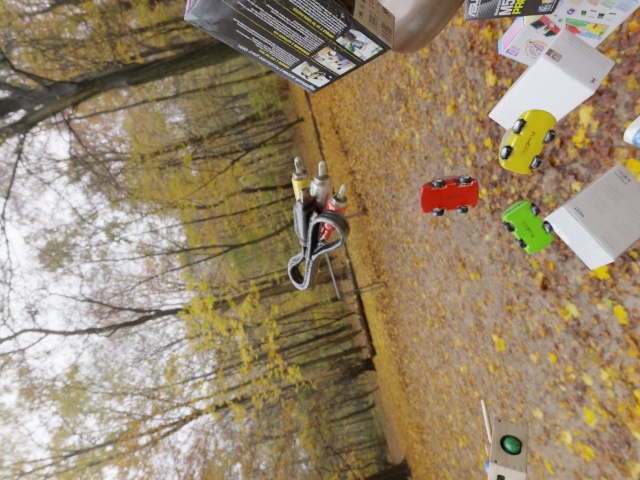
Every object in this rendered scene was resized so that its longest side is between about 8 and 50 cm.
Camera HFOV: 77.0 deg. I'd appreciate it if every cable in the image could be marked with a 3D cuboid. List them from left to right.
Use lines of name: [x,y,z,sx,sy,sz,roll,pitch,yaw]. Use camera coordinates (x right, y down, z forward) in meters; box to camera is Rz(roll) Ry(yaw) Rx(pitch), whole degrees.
cable: [0.000,0.000,0.695,0.139,0.072,0.287,38,148,27]

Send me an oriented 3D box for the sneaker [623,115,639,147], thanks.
sneaker: [0.580,-0.211,0.643,0.152,0.058,0.085,-57,41,21]

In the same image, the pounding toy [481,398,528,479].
pounding toy: [0.400,0.457,0.890,0.130,0.100,0.141,-56,-38,-45]

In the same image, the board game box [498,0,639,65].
board game box: [0.716,-0.639,1.153,0.316,0.242,0.064,126,157,-59]

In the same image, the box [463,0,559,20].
box: [0.449,-0.617,0.900,0.270,0.216,0.060,43,-130,-74]

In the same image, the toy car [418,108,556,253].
toy car: [0.312,-0.072,0.682,0.225,0.239,0.053,47,-161,-18]

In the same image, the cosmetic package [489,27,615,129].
cosmetic package: [0.457,-0.302,0.823,0.117,0.085,0.231,38,171,4]

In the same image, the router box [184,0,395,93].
router box: [-0.030,-0.233,0.421,0.133,0.178,0.046,-9,71,48]

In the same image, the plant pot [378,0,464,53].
plant pot: [0.223,-0.534,0.826,0.230,0.215,0.216,-160,53,-72]

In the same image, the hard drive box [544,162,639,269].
hard drive box: [0.759,-0.066,1.072,0.181,0.232,0.089,54,165,13]
